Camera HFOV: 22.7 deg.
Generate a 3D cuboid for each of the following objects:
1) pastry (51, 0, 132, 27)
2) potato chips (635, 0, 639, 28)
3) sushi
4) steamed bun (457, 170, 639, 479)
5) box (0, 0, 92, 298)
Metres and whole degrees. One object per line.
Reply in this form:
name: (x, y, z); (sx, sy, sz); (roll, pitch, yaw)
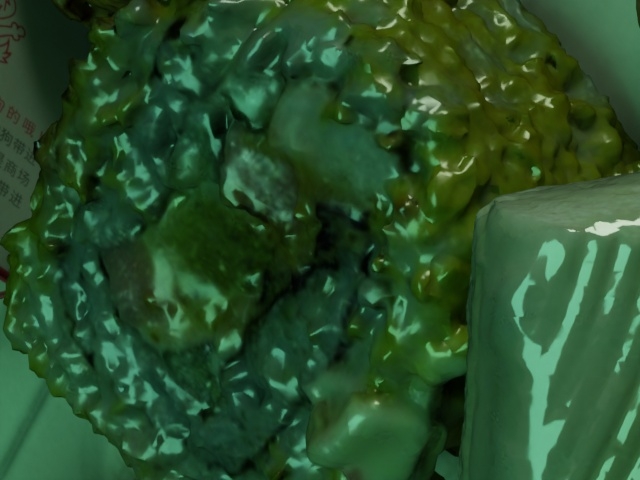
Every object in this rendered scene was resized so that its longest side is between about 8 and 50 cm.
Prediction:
pastry: (-0.118, -0.306, 1.127); (0.255, 0.162, 0.311); (-14, 85, 49)
potato chips: (0.272, -0.166, 0.906); (0.195, 0.062, 0.208); (-27, 80, 33)
sushi: (0.000, 0.000, 1.045); (0.351, 0.240, 0.396); (47, 126, 21)
steamed bun: (0.267, 0.078, 0.835); (0.383, 0.236, 0.247); (5, 103, 7)
box: (-0.383, -0.126, 1.209); (0.300, 0.314, 0.312); (-14, 50, 37)
